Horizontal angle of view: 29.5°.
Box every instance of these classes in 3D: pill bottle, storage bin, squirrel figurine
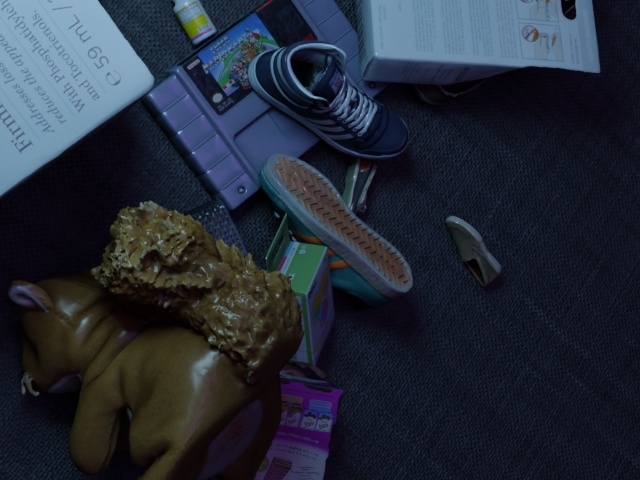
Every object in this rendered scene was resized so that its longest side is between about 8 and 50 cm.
[{"bbox_3d":[-0.197,-0.346,1.869,0.043,0.043,0.083,-33,98,-22],"label":"pill bottle"},{"bbox_3d":[-0.163,0.040,1.804,0.084,0.122,0.180,-27,94,-23],"label":"storage bin"},{"bbox_3d":[-0.234,0.125,1.653,0.281,0.370,0.397,-11,131,-59],"label":"squirrel figurine"}]

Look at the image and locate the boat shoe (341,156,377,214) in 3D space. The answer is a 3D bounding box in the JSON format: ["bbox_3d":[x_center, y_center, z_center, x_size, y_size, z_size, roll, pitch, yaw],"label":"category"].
[{"bbox_3d":[0.057,-0.068,1.956,0.043,0.049,0.137,21,73,-23],"label":"boat shoe"}]

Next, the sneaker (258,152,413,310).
[{"bbox_3d":[0.000,0.000,1.876,0.302,0.121,0.108,45,37,-14],"label":"sneaker"}]

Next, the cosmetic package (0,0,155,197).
[{"bbox_3d":[-0.463,-0.212,1.540,0.393,0.327,0.329,-37,101,-5],"label":"cosmetic package"}]

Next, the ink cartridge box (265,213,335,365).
[{"bbox_3d":[-0.028,0.075,1.813,0.109,0.062,0.209,-66,157,-46],"label":"ink cartridge box"}]

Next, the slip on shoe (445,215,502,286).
[{"bbox_3d":[0.249,0.018,2.030,0.041,0.051,0.135,-47,111,-22],"label":"slip on shoe"}]

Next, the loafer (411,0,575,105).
[{"bbox_3d":[0.295,-0.359,2.037,0.366,0.130,0.134,-40,101,-21],"label":"loafer"}]

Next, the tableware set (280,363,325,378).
[{"bbox_3d":[-0.089,0.203,1.870,0.194,0.039,0.128,40,71,-16],"label":"tableware set"}]

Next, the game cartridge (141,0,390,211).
[{"bbox_3d":[-0.081,-0.238,1.905,0.355,0.068,0.230,-41,106,-21],"label":"game cartridge"}]

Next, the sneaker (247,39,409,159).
[{"bbox_3d":[0.036,-0.210,1.839,0.282,0.153,0.099,27,76,-20],"label":"sneaker"}]

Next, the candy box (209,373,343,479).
[{"bbox_3d":[-0.073,0.319,1.830,0.159,0.071,0.233,13,91,-22],"label":"candy box"}]

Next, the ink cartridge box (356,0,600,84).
[{"bbox_3d":[0.248,-0.404,1.979,0.384,0.091,0.308,2,70,-14],"label":"ink cartridge box"}]
